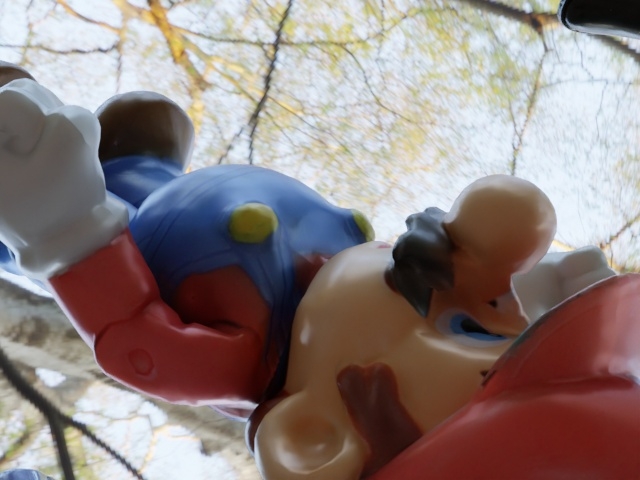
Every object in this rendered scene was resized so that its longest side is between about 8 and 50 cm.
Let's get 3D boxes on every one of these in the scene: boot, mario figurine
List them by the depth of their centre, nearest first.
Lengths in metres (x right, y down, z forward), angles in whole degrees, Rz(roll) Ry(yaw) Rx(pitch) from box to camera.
[{"bbox_3d":[0.000,0.000,0.418,0.321,0.170,0.198,29,-129,35],"label":"mario figurine"},{"bbox_3d":[0.243,-0.149,0.836,0.121,0.099,0.045,-2,-54,-20],"label":"boot"}]

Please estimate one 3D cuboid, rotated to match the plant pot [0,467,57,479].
[{"bbox_3d":[-0.261,0.363,1.082,0.212,0.236,0.236,-47,-63,2],"label":"plant pot"}]
